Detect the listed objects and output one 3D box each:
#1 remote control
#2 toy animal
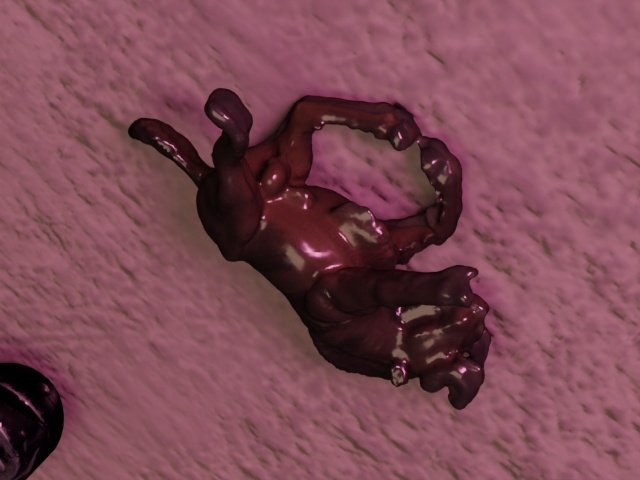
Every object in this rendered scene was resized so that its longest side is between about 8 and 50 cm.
[{"bbox_3d":[-0.261,0.152,1.076,0.090,0.066,0.266,56,137,0],"label":"remote control"},{"bbox_3d":[0.000,0.000,0.777,0.233,0.084,0.148,36,136,-4],"label":"toy animal"}]
